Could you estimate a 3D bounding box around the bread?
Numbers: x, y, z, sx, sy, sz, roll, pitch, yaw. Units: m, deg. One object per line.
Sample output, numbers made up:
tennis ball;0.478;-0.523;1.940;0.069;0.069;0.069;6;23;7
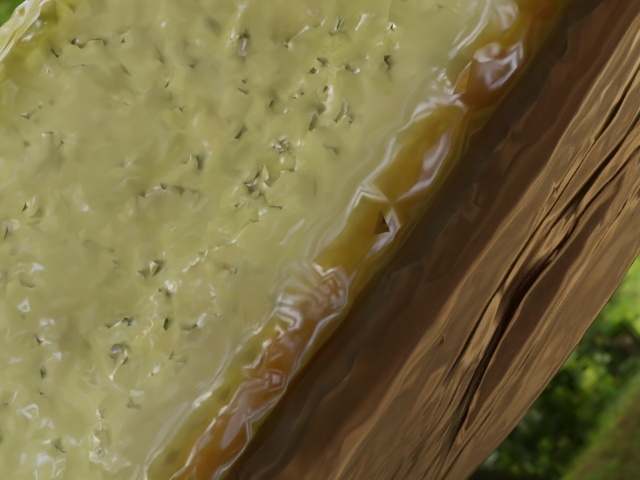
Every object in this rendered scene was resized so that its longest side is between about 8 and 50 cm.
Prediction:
bread;0.000;0.000;0.579;0.333;0.143;0.323;-55;-14;-10
